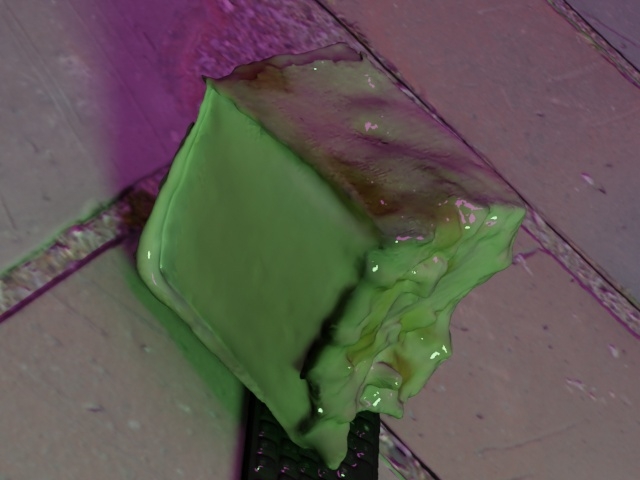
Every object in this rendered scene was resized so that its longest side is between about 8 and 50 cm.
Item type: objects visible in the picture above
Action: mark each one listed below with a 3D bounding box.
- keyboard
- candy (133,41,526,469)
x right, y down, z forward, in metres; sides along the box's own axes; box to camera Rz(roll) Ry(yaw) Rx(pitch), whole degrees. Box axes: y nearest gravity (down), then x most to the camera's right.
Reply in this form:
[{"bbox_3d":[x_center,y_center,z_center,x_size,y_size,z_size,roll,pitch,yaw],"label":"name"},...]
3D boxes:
[{"bbox_3d":[-0.006,0.113,1.102,0.101,0.018,0.310,27,38,-19],"label":"keyboard"},{"bbox_3d":[0.000,0.000,1.069,0.195,0.185,0.137,43,38,25],"label":"candy"}]
